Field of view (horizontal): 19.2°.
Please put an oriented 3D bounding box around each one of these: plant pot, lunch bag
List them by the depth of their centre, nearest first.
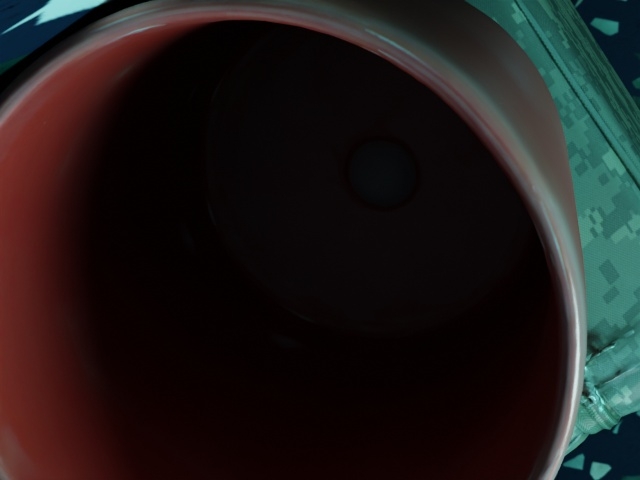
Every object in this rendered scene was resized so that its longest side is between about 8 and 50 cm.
[{"bbox_3d":[0.000,0.000,0.841,0.275,0.275,0.243,-32,-172,23],"label":"plant pot"},{"bbox_3d":[0.068,0.000,1.074,0.256,0.305,0.212,-33,179,15],"label":"lunch bag"}]
